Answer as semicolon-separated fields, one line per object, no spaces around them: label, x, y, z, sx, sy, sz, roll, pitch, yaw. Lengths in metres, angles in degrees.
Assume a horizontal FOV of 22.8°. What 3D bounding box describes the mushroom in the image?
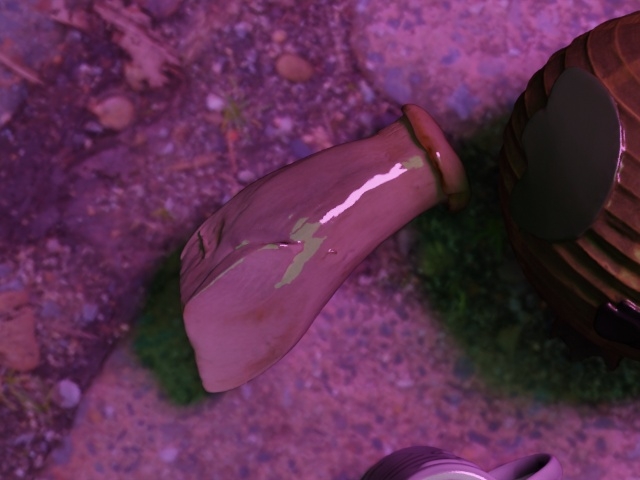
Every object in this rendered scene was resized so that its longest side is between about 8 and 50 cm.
mushroom;-0.009;-0.004;1.111;0.247;0.096;0.108;-38;62;-8

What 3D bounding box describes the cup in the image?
cup;0.088;0.179;1.078;0.099;0.133;0.136;36;85;-2

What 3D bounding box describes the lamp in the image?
lamp;0.226;-0.017;1.061;0.250;0.250;0.284;27;123;0
